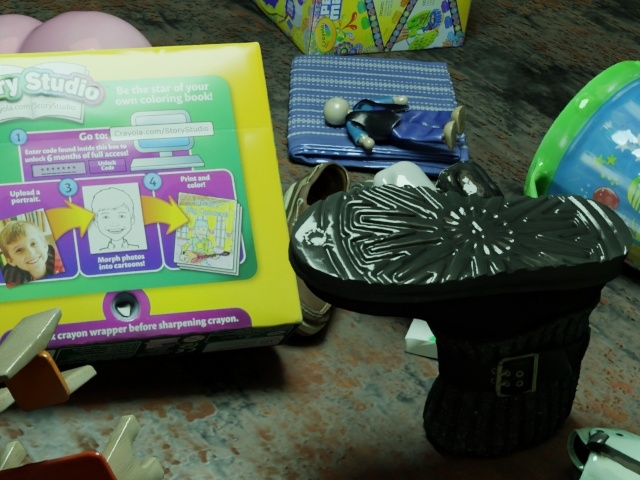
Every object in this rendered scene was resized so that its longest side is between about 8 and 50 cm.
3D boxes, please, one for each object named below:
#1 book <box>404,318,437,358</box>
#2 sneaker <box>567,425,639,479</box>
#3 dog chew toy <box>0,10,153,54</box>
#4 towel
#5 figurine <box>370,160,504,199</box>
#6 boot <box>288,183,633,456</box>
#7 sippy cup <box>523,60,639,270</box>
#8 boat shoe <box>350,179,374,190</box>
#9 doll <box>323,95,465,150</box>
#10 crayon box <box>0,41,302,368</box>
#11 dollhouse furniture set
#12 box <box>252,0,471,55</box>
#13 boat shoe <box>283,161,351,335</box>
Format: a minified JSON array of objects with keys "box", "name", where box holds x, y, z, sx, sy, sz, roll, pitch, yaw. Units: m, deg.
[{"box":[0.157,0.089,1.727,0.096,0.035,0.144,11,31,12],"name":"book"},{"box":[0.330,0.190,1.521,0.151,0.094,0.256,23,35,12],"name":"sneaker"},{"box":[-0.365,-0.191,1.918,0.331,0.207,0.206,9,29,17],"name":"dog chew toy"},{"box":[0.076,-0.179,2.166,0.243,0.040,0.336,4,29,-2],"name":"towel"},{"box":[0.171,0.006,1.697,0.209,0.092,0.215,44,26,26],"name":"figurine"},{"box":[0.119,0.088,1.488,0.347,0.260,0.131,2,41,-17],"name":"boot"},{"box":[0.405,-0.064,1.878,0.224,0.305,0.240,40,-2,27],"name":"sippy cup"},{"box":[0.060,-0.002,1.806,0.073,0.080,0.224,3,35,-19],"name":"boat shoe"},{"box":[0.094,-0.160,2.044,0.189,0.046,0.129,8,38,19],"name":"doll"},{"box":[-0.224,-0.036,1.585,0.362,0.106,0.313,-5,73,-17],"name":"crayon box"},{"box":[-0.255,0.219,1.212,0.259,0.262,0.135,-16,21,29],"name":"dollhouse furniture set"},{"box":[0.054,-0.438,2.450,0.279,0.177,0.290,-7,34,-25],"name":"box"},{"box":[-0.006,-0.004,1.735,0.095,0.095,0.257,31,32,-22],"name":"boat shoe"}]
